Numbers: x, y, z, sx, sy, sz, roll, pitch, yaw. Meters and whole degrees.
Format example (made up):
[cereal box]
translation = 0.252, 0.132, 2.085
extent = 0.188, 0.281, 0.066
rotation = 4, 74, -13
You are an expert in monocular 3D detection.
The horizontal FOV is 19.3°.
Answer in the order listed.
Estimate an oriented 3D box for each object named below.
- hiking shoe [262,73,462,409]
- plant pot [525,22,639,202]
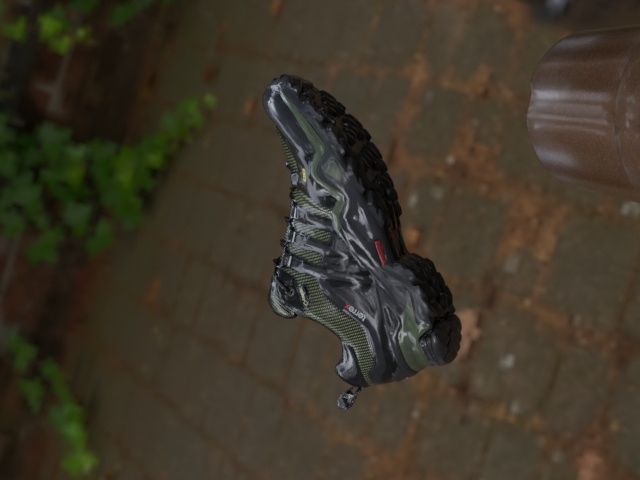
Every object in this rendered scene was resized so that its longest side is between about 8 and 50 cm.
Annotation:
[hiking shoe]
translation = 0.000, 0.000, 1.277
extent = 0.114, 0.227, 0.086
rotation = -29, -7, 18
[plant pot]
translation = 0.249, -0.095, 1.401
extent = 0.165, 0.167, 0.167
rotation = 11, 84, 57
